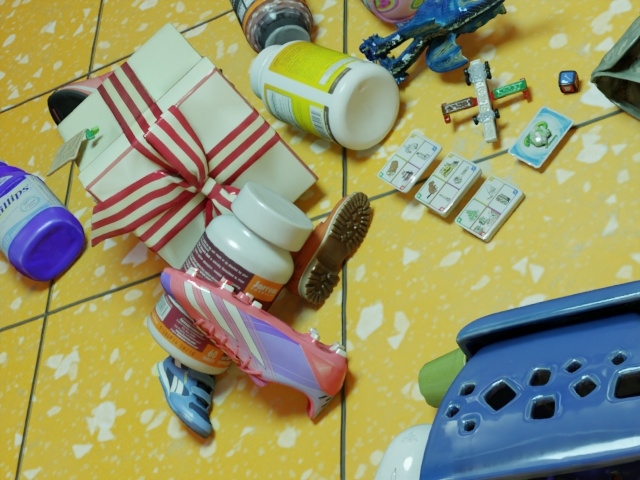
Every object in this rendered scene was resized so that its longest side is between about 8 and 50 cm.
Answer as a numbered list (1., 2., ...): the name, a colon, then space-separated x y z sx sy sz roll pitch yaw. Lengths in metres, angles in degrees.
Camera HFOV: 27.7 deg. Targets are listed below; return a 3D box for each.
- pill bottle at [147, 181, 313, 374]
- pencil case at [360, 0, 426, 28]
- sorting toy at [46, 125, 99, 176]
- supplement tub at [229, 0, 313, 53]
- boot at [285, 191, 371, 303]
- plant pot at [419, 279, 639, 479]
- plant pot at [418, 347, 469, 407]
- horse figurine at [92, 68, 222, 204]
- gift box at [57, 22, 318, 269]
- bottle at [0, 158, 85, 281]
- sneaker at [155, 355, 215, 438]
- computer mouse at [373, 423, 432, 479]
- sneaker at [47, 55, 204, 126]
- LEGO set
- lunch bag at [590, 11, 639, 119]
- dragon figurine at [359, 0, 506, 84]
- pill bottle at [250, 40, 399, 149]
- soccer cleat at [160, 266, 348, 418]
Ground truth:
1. pill bottle: -0.109 0.046 1.600 0.221 0.121 0.121 -55 41 13
2. pencil case: 0.078 -0.426 1.890 0.124 0.124 0.284 -37 44 6
3. sorting toy: -0.313 -0.116 1.656 0.083 0.012 0.062 -28 32 35
4. supplement tub: -0.073 -0.342 1.939 0.106 0.106 0.198 -33 44 10
5. boot: 0.000 0.000 1.647 0.084 0.059 0.158 18 70 49
6. plant pot: 0.249 0.179 1.194 0.236 0.236 0.212 -15 44 27
7. plant pot: 0.150 0.150 1.405 0.079 0.083 0.083 -19 47 40
8. horse figurine: -0.230 -0.140 1.873 0.263 0.174 0.066 -32 38 -7
9. gift box: -0.185 -0.091 1.725 0.276 0.255 0.258 -48 33 4
10. bottle: -0.462 -0.045 1.996 0.118 0.092 0.283 -46 43 -2
11. sneaker: -0.160 0.185 1.619 0.059 0.053 0.144 -36 44 4
12. computer mouse: 0.079 0.275 1.376 0.106 0.042 0.193 -2 56 37
13. sneaker: -0.292 -0.221 2.027 0.314 0.116 0.136 -6 28 39
14. LEGO set: 0.214 -0.126 1.613 0.182 0.060 0.244 33 80 34
15. lunch bag: 0.448 -0.221 1.414 0.235 0.169 0.287 -48 35 -1
16. dragon figurine: 0.161 -0.275 1.686 0.144 0.085 0.289 -52 22 -19
17. pill bottle: -0.001 -0.204 1.764 0.215 0.117 0.117 27 75 45
18. soccer cleat: -0.085 0.114 1.506 0.095 0.248 0.083 -61 5 1
